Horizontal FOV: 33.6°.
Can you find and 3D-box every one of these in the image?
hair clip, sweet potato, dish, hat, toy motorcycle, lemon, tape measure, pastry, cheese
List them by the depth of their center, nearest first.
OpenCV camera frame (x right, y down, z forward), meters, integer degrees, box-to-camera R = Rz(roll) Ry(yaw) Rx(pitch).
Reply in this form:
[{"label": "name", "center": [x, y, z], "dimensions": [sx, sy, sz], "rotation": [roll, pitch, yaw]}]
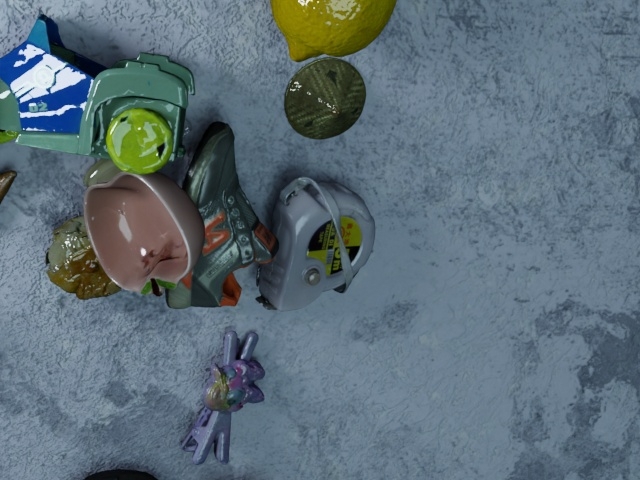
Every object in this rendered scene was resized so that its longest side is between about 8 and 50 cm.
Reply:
[{"label": "toy motorcycle", "center": [-0.350, -0.219, 1.550], "dimensions": [0.326, 0.191, 0.200], "rotation": [10, 104, -6]}, {"label": "lemon", "center": [0.024, -0.375, 1.593], "dimensions": [0.187, 0.187, 0.244], "rotation": [28, 99, -31]}, {"label": "dish", "center": [-0.257, -0.021, 1.620], "dimensions": [0.090, 0.213, 0.213], "rotation": [-37, 136, -48]}, {"label": "sweet potato", "center": [-0.526, -0.046, 1.645], "dimensions": [0.179, 0.044, 0.044], "rotation": [-44, 124, 14]}, {"label": "cheese", "center": [-0.284, -0.128, 1.695], "dimensions": [0.192, 0.037, 0.097], "rotation": [-39, 125, 4]}, {"label": "pastry", "center": [-0.370, 0.027, 1.723], "dimensions": [0.153, 0.081, 0.153], "rotation": [-16, 126, -23]}, {"label": "hat", "center": [0.018, -0.221, 1.744], "dimensions": [0.146, 0.067, 0.146], "rotation": [-10, 121, -17]}, {"label": "tape measure", "center": [0.000, 0.000, 1.830], "dimensions": [0.197, 0.120, 0.236], "rotation": [-3, 115, -33]}, {"label": "hair clip", "center": [-0.172, 0.300, 1.947], "dimensions": [0.137, 0.090, 0.278], "rotation": [10, 114, -35]}]

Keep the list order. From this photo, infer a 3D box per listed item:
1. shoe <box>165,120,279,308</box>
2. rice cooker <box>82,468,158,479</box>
[{"label": "shoe", "center": [-0.147, -0.022, 1.725], "dimensions": [0.171, 0.132, 0.336], "rotation": [13, 117, -2]}, {"label": "rice cooker", "center": [-0.381, 0.501, 1.958], "dimensions": [0.203, 0.118, 0.142], "rotation": [-3, 119, -24]}]
